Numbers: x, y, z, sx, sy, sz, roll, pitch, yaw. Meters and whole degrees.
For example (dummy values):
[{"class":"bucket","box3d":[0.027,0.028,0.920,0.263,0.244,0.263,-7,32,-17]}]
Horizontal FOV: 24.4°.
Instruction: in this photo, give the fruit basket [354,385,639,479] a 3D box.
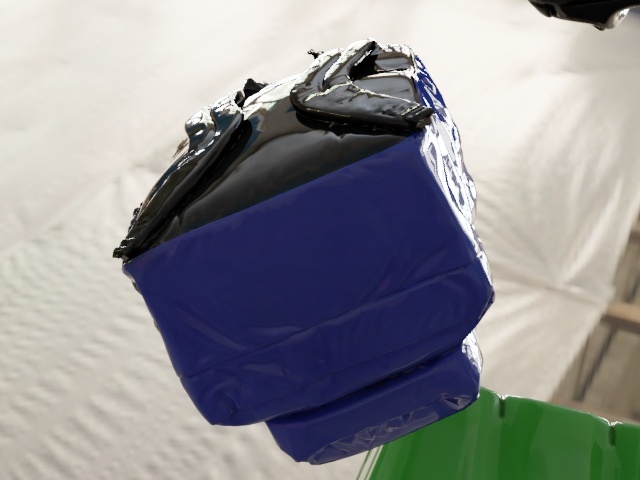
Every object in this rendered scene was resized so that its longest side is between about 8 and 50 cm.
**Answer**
[{"class":"fruit basket","box3d":[0.154,0.320,1.037,0.392,0.283,0.392,4,-114,-8]}]

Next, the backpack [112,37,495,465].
[{"class":"backpack","box3d":[0.000,0.000,0.439,0.098,0.101,0.120,-18,-156,8]}]

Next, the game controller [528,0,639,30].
[{"class":"game controller","box3d":[0.233,-0.244,0.880,0.166,0.067,0.319,-11,-140,42]}]
